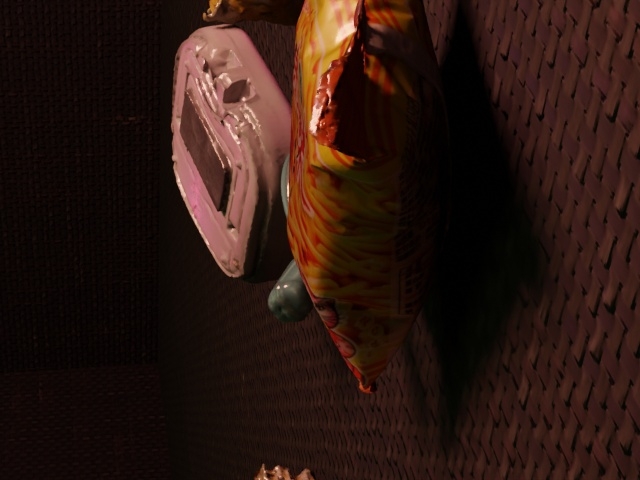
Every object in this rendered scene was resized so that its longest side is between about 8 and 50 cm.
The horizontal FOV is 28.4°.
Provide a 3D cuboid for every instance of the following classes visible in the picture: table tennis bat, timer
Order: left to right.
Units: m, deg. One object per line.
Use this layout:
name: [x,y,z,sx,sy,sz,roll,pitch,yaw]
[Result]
timer: [-0.077,-0.075,1.115,0.191,0.069,0.208,102,149,-46]
table tennis bat: [0.000,0.000,0.958,0.124,0.033,0.201,57,-153,-18]

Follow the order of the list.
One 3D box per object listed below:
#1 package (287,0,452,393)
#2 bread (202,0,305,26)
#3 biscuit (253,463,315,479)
package: [0.032,-0.062,0.812,0.288,0.108,0.223,93,174,-54]
bread: [-0.037,-0.275,1.087,0.152,0.127,0.147,102,165,-49]
biscuit: [-0.033,0.366,1.346,0.106,0.070,0.252,-133,41,-72]
